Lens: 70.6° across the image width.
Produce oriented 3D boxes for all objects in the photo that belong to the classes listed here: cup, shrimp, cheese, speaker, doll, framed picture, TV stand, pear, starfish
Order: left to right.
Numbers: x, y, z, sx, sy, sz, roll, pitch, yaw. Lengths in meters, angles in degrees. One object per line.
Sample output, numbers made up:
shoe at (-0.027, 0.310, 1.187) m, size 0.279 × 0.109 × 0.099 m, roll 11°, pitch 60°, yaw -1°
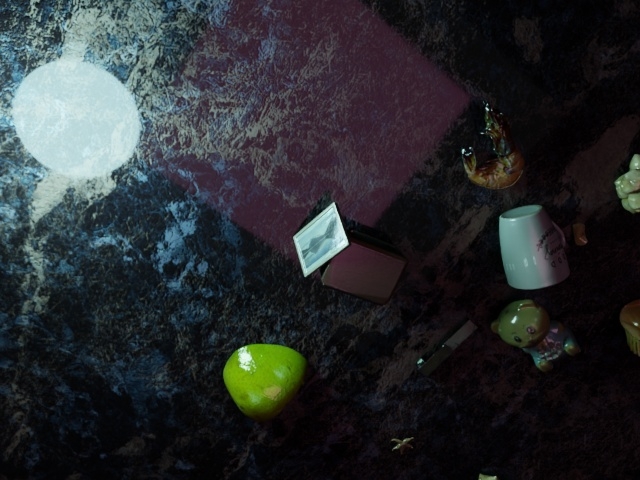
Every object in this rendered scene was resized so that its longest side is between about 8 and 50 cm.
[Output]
pear at (-0.210, 0.472, 1.534) m, size 0.239 × 0.139 × 0.288 m, roll 43°, pitch 97°, yaw -7°
framed picture at (0.000, 0.000, 1.363) m, size 0.015 × 0.150 × 0.203 m, roll 11°, pitch 142°, yaw -43°
speaker at (0.128, 0.073, 1.425) m, size 0.231 × 0.153 × 0.192 m, roll 21°, pitch 103°, yaw -12°
starfish at (0.316, 0.781, 1.739) m, size 0.092 × 0.016 × 0.086 m, roll 31°, pitch 100°, yaw -11°
TV stand at (0.446, 0.377, 1.611) m, size 0.049 × 0.040 × 0.256 m, roll 41°, pitch 99°, yaw -15°
shrimp at (0.520, -0.279, 1.406) m, size 0.178 × 0.075 × 0.289 m, roll -32°, pitch 121°, yaw 7°
doll at (0.732, 0.312, 1.557) m, size 0.261 × 0.161 × 0.177 m, roll 32°, pitch 123°, yaw -16°
cup at (0.701, 0.001, 1.468) m, size 0.258 × 0.186 × 0.233 m, roll -24°, pitch 102°, yaw -29°
cheese at (0.879, -0.022, 1.529) m, size 0.030 × 0.044 × 0.083 m, roll -25°, pitch 107°, yaw -15°

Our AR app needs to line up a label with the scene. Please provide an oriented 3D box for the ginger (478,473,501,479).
ginger at (0.805, 1.074, 1.826) m, size 0.363 × 0.122 × 0.348 m, roll -11°, pitch 117°, yaw 8°

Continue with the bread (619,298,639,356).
bread at (1.227, 0.302, 1.599) m, size 0.288 × 0.204 × 0.156 m, roll -30°, pitch 125°, yaw 7°

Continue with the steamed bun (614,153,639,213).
steamed bun at (1.065, -0.191, 1.463) m, size 0.178 × 0.106 × 0.192 m, roll -34°, pitch 106°, yaw 3°
